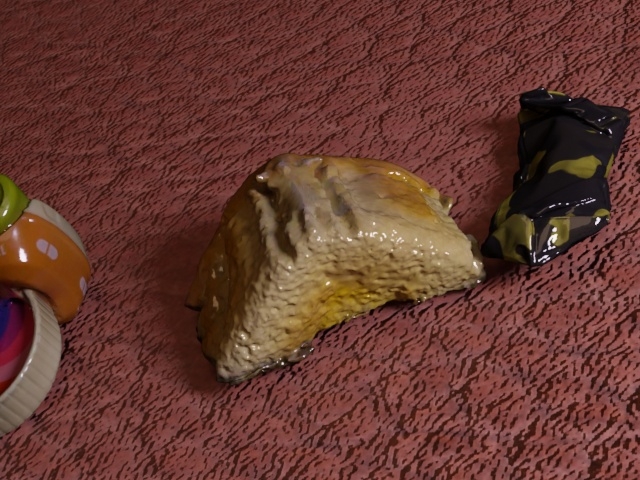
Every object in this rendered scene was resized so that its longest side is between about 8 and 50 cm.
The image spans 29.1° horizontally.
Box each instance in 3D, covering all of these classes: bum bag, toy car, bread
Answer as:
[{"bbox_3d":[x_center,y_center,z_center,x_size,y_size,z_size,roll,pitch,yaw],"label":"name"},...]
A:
[{"bbox_3d":[0.197,-0.055,1.024,0.107,0.060,0.232,-10,36,26],"label":"bum bag"},{"bbox_3d":[-0.319,0.077,1.093,0.235,0.145,0.235,-10,55,16],"label":"toy car"},{"bbox_3d":[-0.008,-0.003,1.010,0.252,0.133,0.174,-22,38,1],"label":"bread"}]
